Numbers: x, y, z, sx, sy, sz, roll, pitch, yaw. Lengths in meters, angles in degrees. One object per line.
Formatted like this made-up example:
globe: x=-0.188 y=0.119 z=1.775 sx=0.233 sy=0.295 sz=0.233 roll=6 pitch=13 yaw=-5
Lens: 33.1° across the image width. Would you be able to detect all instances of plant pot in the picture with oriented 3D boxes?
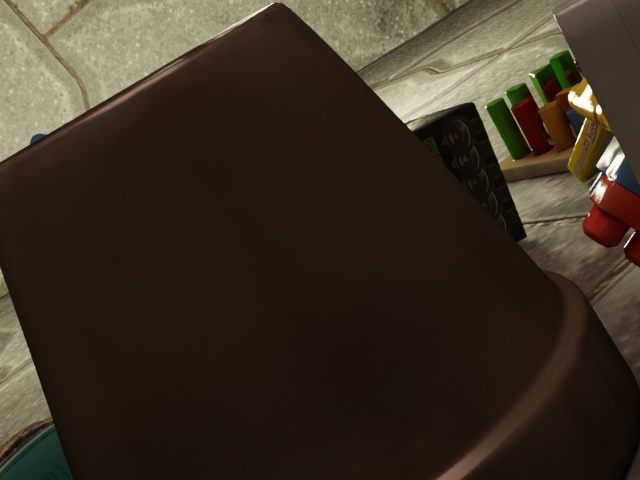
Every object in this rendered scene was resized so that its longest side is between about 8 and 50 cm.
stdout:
plant pot: x=-0.030 y=0.036 z=0.597 sx=0.323 sy=0.280 sz=0.323 roll=-28 pitch=13 yaw=7

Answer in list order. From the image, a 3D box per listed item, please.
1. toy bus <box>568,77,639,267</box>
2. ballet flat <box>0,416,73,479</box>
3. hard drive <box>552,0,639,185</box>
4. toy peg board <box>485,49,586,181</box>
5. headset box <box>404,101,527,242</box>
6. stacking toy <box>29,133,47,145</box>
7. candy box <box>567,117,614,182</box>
toy bus: x=0.258 y=-0.070 z=0.643 sx=0.212 sy=0.220 sz=0.149 roll=-63 pitch=3 yaw=11
ballet flat: x=-0.277 y=0.254 z=0.740 sx=0.348 sy=0.123 sz=0.123 roll=-39 pitch=15 yaw=-32
hard drive: x=0.298 y=-0.097 z=0.521 sx=0.307 sy=0.203 sz=0.040 roll=-27 pitch=12 yaw=18
toy peg board: x=0.257 y=-0.139 z=1.078 sx=0.161 sy=0.079 sz=0.160 roll=-37 pitch=14 yaw=-26
headset box: x=0.000 y=0.000 z=0.941 sx=0.283 sy=0.131 sz=0.246 roll=-27 pitch=9 yaw=-31
stacking toy: x=-0.164 y=-0.076 z=1.239 sx=0.301 sy=0.166 sz=0.175 roll=-25 pitch=24 yaw=-34
candy box: x=0.309 y=-0.136 z=0.948 sx=0.206 sy=0.027 sz=0.105 roll=-34 pitch=-25 yaw=-16
